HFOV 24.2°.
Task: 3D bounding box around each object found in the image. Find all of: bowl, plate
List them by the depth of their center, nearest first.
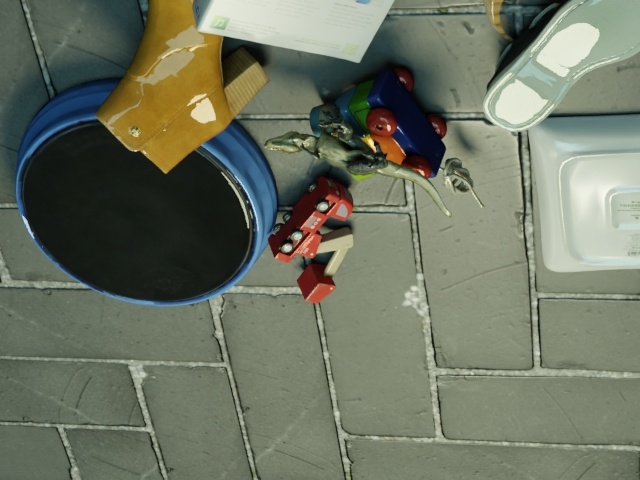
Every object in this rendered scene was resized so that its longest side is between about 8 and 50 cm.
[{"bbox_3d":[0.434,-0.053,2.048,0.277,0.045,0.278,-2,131,13],"label":"plate"},{"bbox_3d":[-0.260,-0.057,2.177,0.391,0.077,0.391,6,132,7],"label":"bowl"}]

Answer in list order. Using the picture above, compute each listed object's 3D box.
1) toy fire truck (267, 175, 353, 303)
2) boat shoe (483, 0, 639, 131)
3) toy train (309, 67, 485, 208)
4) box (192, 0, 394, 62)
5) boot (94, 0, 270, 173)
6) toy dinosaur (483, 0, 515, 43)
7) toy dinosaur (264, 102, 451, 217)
[{"bbox_3d":[0.000,0.000,2.175,0.135,0.047,0.192,20,122,-37],"label":"toy fire truck"},{"bbox_3d":[0.316,-0.257,1.859,0.114,0.091,0.302,39,129,-20],"label":"boat shoe"},{"bbox_3d":[0.102,-0.111,2.039,0.143,0.105,0.248,-14,127,36],"label":"toy train"},{"bbox_3d":[0.007,-0.365,1.795,0.232,0.058,0.322,8,136,-26],"label":"box"},{"bbox_3d":[-0.214,-0.233,1.933,0.211,0.104,0.295,-40,127,-3],"label":"boot"},{"bbox_3d":[0.214,-0.322,1.844,0.112,0.064,0.211,12,133,0],"label":"toy dinosaur"},{"bbox_3d":[0.050,-0.111,1.941,0.268,0.064,0.118,23,164,16],"label":"toy dinosaur"}]
